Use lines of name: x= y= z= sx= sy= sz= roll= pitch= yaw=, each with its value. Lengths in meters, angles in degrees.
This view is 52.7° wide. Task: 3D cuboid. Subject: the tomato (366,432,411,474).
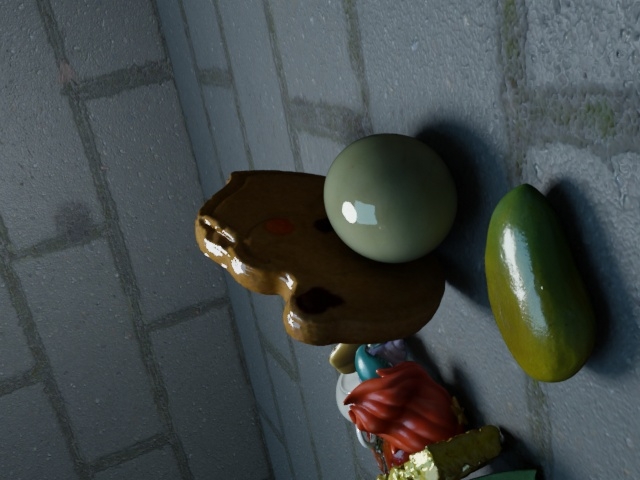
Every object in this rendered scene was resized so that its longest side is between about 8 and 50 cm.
tomato: x=0.154 y=0.420 z=1.367 sx=0.228 sy=0.101 sz=0.228 roll=164 pitch=90 yaw=-73

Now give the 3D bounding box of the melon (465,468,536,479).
melon: x=0.214 y=0.425 z=0.972 sx=0.053 sy=0.261 sz=0.114 roll=70 pitch=177 yaw=-79

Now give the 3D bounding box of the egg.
egg: x=0.098 y=-0.065 z=0.949 sx=0.242 sy=0.185 sz=0.186 roll=-125 pitch=24 yaw=-62

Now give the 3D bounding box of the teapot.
teapot: x=0.091 y=0.310 z=1.319 sx=0.145 sy=0.092 sz=0.226 roll=-26 pitch=41 yaw=35

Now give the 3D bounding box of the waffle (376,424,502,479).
waffle: x=0.169 y=0.376 z=1.026 sx=0.219 sy=0.229 sz=0.057 roll=-44 pitch=59 yaw=31

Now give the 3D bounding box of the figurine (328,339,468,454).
figurine: x=0.129 y=0.269 z=1.153 sx=0.257 sy=0.180 sz=0.208 roll=52 pitch=171 yaw=43

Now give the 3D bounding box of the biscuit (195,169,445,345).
biscuit: x=0.000 y=-0.001 z=1.057 sx=0.455 sy=0.349 sz=0.078 roll=37 pitch=126 yaw=34

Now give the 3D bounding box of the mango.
mango: x=0.256 y=0.055 z=0.779 sx=0.137 sy=0.091 sz=0.238 roll=154 pitch=102 yaw=-69
